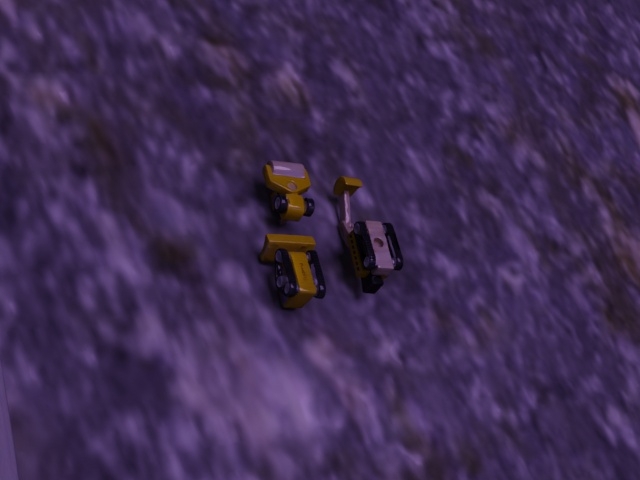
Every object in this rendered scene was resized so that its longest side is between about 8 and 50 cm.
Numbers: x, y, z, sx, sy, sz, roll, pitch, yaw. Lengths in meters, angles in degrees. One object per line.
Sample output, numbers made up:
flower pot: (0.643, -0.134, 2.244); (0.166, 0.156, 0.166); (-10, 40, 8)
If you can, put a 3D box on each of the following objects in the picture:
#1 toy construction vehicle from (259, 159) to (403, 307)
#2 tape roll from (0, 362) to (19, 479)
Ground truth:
toy construction vehicle: (0.000, 0.000, 0.958); (0.086, 0.035, 0.098); (2, 54, -29)
tape roll: (-0.165, 0.052, 0.515); (0.072, 0.392, 0.392); (-10, 58, -3)
